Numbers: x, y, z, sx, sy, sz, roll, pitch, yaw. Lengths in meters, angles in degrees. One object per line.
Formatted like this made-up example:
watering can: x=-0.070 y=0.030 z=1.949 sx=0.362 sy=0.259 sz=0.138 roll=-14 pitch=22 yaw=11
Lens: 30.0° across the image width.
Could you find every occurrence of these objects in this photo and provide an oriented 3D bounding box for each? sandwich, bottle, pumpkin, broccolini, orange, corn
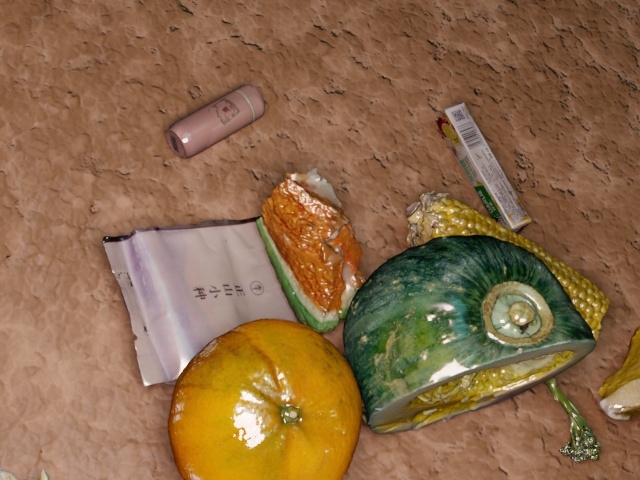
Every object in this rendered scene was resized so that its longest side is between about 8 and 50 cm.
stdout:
sandwich: x=0.004 y=0.008 z=1.531 sx=0.109 sy=0.160 sz=0.184 roll=-18 pitch=68 yaw=-28
bottle: x=-0.141 y=-0.162 z=1.621 sx=0.140 sy=0.053 sz=0.053 roll=-33 pitch=81 yaw=-27
pumpkin: x=0.166 y=0.105 z=1.500 sx=0.293 sy=0.263 sz=0.196 roll=-10 pitch=65 yaw=-18
broccolini: x=0.323 y=0.213 z=1.615 sx=0.054 sy=0.052 sz=0.194 roll=-21 pitch=76 yaw=-28
orange: x=-0.059 y=0.205 z=1.385 sx=0.240 sy=0.171 sz=0.240 roll=7 pitch=71 yaw=-20
corn: x=0.254 y=0.040 z=1.635 sx=0.318 sy=0.115 sz=0.115 roll=30 pitch=62 yaw=-4

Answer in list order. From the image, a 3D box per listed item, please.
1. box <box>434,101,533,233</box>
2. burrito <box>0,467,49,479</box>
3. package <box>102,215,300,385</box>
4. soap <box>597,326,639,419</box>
box: x=0.233 y=-0.100 z=1.717 sx=0.041 sy=0.050 sz=0.207 roll=-24 pitch=77 yaw=-22
burrito: x=-0.415 y=0.267 z=1.325 sx=0.229 sy=0.089 sz=0.144 roll=32 pitch=21 yaw=-2
package: x=-0.144 y=0.072 z=1.525 sx=0.251 sy=0.062 sz=0.203 roll=-9 pitch=70 yaw=-35
soap: x=0.524 y=0.083 z=1.670 sx=0.305 sy=0.169 sz=0.338 roll=9 pitch=65 yaw=-25
